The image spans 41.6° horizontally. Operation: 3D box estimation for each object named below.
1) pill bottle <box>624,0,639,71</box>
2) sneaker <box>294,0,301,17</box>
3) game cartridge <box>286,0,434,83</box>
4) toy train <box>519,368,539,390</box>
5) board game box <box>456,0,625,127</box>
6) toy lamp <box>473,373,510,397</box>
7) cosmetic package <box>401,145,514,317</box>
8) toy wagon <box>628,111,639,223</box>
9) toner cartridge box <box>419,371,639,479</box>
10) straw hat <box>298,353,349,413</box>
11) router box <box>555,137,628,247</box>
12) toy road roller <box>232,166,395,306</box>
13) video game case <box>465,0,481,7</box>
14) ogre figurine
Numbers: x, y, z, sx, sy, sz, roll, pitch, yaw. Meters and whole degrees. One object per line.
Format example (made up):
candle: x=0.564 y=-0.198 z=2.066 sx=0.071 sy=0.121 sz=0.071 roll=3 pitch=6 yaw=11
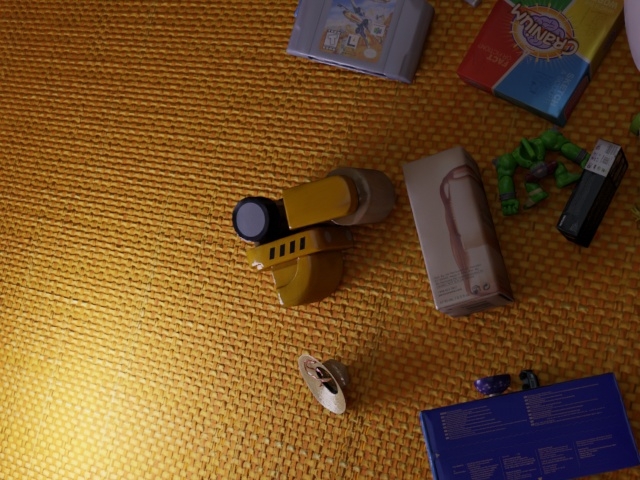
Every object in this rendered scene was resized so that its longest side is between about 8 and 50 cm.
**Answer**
pill bottle: x=0.730 y=-0.398 z=1.386 sx=0.408 sy=0.229 sz=0.229 roll=-11 pitch=74 yaw=7
sneaker: x=-0.017 y=-0.608 z=1.944 sx=0.082 sy=0.069 sz=0.209 roll=7 pitch=83 yaw=25
game cartridge: x=0.087 y=-0.470 z=1.839 sx=0.297 sy=0.062 sz=0.198 roll=17 pitch=95 yaw=17
toy train: x=0.404 y=0.317 z=1.568 sx=0.036 sy=0.027 sz=0.158 roll=-14 pitch=72 yaw=12
board game box: x=0.454 y=-0.416 z=1.674 sx=0.242 sy=0.064 sz=0.316 roll=32 pitch=94 yaw=28
toy lamp: x=0.352 y=0.388 z=1.551 sx=0.080 sy=0.080 sz=0.274 roll=-17 pitch=71 yaw=22
cosmetic package: x=0.268 y=-0.013 z=1.635 sx=0.129 sy=0.153 sz=0.296 roll=-19 pitch=73 yaw=20
toy wagon: x=0.687 y=-0.162 z=1.503 sx=0.267 sy=0.068 sz=0.344 roll=44 pitch=99 yaw=27
toner cartridge box: x=0.362 y=0.350 z=1.483 sx=0.348 sy=0.075 sz=0.165 roll=-11 pitch=70 yaw=1
straw hat: x=0.024 y=0.280 z=1.741 sx=0.061 sy=0.144 sz=0.144 roll=-33 pitch=58 yaw=-30
router box: x=0.499 y=-0.083 z=1.543 sx=0.046 sy=0.133 sz=0.179 roll=27 pitch=92 yaw=28
toy road roller: x=0.000 y=0.000 z=1.744 sx=0.330 sy=0.202 sz=0.240 roll=-17 pitch=84 yaw=28
video game case: x=0.328 y=-0.625 z=1.805 sx=0.183 sy=0.023 sz=0.201 roll=43 pitch=101 yaw=27
ogre figurine: x=0.420 y=-0.140 z=1.617 sx=0.197 sy=0.097 sz=0.118 roll=-33 pitch=78 yaw=29
